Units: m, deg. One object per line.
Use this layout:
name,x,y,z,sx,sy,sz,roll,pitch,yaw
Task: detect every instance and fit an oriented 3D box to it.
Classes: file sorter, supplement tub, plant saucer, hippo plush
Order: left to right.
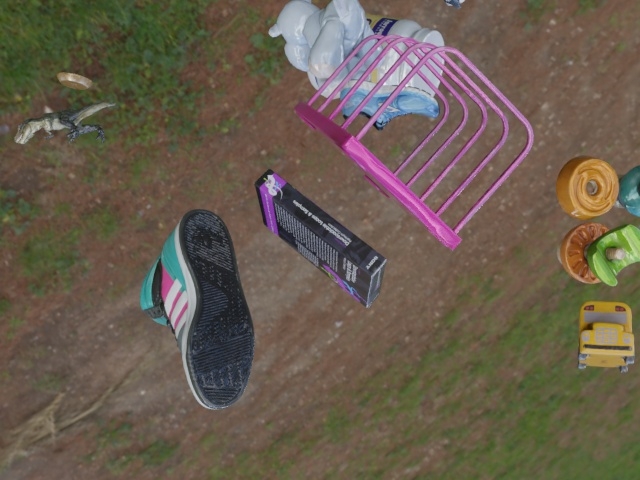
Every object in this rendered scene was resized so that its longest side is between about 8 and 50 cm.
plant saucer,-0.568,-0.366,1.755,0.083,0.083,0.015,23,73,-60
hippo plush,-0.015,-0.469,1.774,0.234,0.236,0.294,-52,140,-29
supplement tub,0.152,-0.503,2.111,0.241,0.331,0.241,-38,136,-48
file sorter,0.121,-0.158,1.036,0.202,0.291,0.182,40,95,-22

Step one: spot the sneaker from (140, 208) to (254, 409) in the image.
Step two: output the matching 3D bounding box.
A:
sneaker,-0.196,0.121,1.154,0.123,0.296,0.178,3,157,-30

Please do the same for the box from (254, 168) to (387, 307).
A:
box,0.000,0.000,0.829,0.029,0.162,0.116,-46,166,-15

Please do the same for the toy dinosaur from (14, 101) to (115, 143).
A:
toy dinosaur,-0.574,-0.274,1.780,0.268,0.118,0.064,-25,143,-36

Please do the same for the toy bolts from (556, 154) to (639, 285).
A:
toy bolts,0.471,-0.063,1.260,0.228,0.218,0.158,-34,-170,-10

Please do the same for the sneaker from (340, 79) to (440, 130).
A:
sneaker,0.109,-0.207,1.209,0.063,0.162,0.073,70,27,-87

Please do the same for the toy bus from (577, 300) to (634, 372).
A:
toy bus,0.624,0.215,1.671,0.332,0.108,0.130,40,54,-66

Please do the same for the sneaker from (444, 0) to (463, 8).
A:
sneaker,0.272,-0.594,1.741,0.235,0.094,0.153,-30,115,-22
